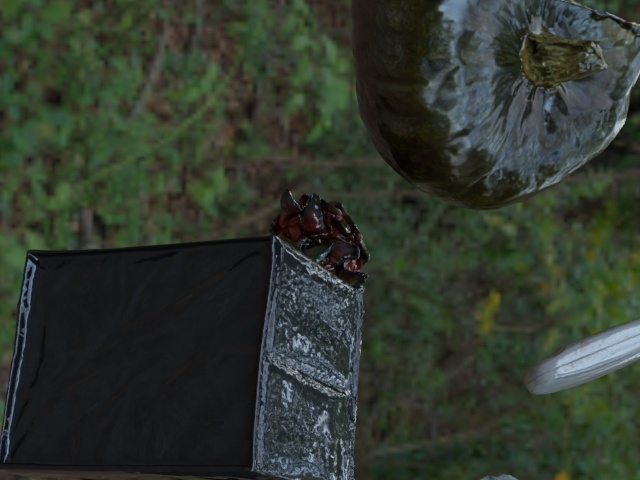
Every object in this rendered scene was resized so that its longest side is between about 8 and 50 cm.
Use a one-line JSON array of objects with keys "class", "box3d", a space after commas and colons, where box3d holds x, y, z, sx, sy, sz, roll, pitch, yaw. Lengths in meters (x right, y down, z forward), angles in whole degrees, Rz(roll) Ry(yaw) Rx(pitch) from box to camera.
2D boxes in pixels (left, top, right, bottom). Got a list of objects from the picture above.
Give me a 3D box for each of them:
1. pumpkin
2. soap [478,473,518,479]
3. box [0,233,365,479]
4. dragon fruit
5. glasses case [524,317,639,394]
[{"class": "pumpkin", "box3d": [0.176, -0.143, 1.469, 0.242, 0.325, 0.232, 18, -80, 60]}, {"class": "soap", "box3d": [0.189, 0.434, 2.078, 0.302, 0.159, 0.258, 23, 100, -47]}, {"class": "box", "box3d": [-0.151, 0.146, 1.620, 0.204, 0.345, 0.251, 33, 57, -56]}, {"class": "dragon fruit", "box3d": [0.000, 0.007, 1.831, 0.142, 0.130, 0.121, 51, 40, -75]}, {"class": "glasses case", "box3d": [0.283, 0.116, 1.511, 0.063, 0.164, 0.041, 109, -42, -71]}]
